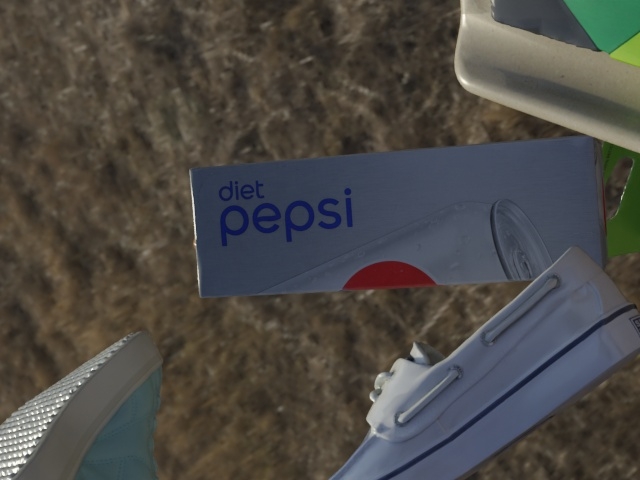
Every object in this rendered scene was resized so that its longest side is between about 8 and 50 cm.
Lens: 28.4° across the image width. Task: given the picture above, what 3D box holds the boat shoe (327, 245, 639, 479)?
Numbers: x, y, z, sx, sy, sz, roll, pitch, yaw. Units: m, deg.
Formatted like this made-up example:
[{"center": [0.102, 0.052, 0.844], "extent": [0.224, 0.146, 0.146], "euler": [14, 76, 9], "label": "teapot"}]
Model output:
[{"center": [0.076, 0.101, 0.773], "extent": [0.258, 0.095, 0.084], "euler": [-36, 75, 8], "label": "boat shoe"}]

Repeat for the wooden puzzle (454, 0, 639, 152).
[{"center": [0.121, -0.131, 0.404], "extent": [0.221, 0.044, 0.238], "euler": [27, 133, 39], "label": "wooden puzzle"}]

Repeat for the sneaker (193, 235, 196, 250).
[{"center": [0.000, 0.000, 1.351], "extent": [0.290, 0.123, 0.106], "euler": [3, 143, 23], "label": "sneaker"}]

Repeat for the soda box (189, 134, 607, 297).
[{"center": [0.057, -0.016, 0.900], "extent": [0.286, 0.091, 0.098], "euler": [-3, 93, 14], "label": "soda box"}]

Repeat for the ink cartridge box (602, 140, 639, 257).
[{"center": [0.407, -0.039, 1.327], "extent": [0.097, 0.255, 0.189], "euler": [52, 141, 47], "label": "ink cartridge box"}]

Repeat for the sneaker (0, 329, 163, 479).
[{"center": [-0.183, 0.196, 1.001], "extent": [0.135, 0.366, 0.150], "euler": [-30, 101, 17], "label": "sneaker"}]
